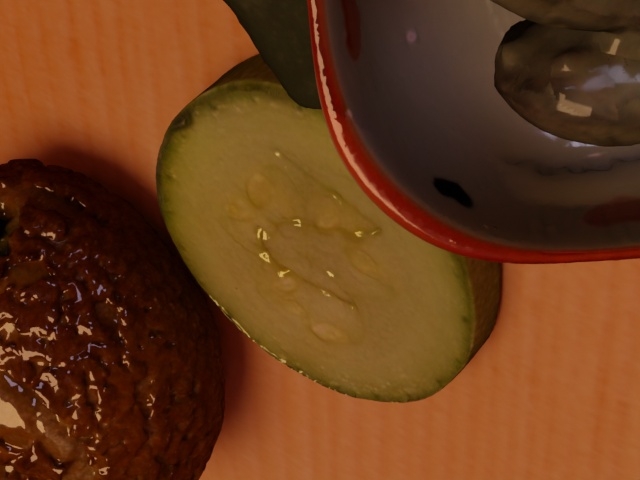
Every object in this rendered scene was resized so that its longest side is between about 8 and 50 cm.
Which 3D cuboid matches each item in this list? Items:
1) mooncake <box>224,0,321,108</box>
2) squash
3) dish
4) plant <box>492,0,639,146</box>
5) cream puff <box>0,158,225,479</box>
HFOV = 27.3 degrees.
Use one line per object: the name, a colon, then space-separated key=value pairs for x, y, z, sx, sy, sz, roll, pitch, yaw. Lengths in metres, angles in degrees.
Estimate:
mooncake: x=-0.010 y=-0.160 z=0.702 sx=0.168 sy=0.104 sz=0.175 roll=5 pitch=127 yaw=34
squash: x=0.000 y=0.000 z=0.859 sx=0.252 sy=0.049 sz=0.252 roll=23 pitch=134 yaw=25
dish: x=0.116 y=-0.117 z=0.578 sx=0.256 sy=0.117 sz=0.256 roll=2 pitch=107 yaw=6
plant: x=0.161 y=-0.070 z=0.442 sx=0.274 sy=0.146 sz=0.149 roll=28 pitch=97 yaw=-1
cream puff: x=-0.215 y=0.102 z=1.001 sx=0.303 sy=0.212 sz=0.303 roll=21 pitch=136 yaw=22
